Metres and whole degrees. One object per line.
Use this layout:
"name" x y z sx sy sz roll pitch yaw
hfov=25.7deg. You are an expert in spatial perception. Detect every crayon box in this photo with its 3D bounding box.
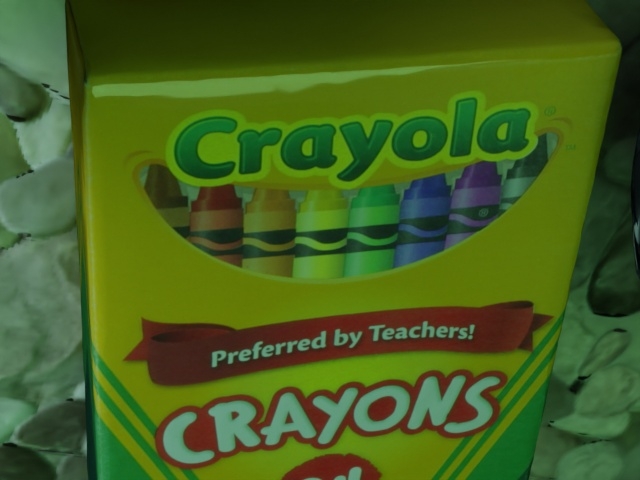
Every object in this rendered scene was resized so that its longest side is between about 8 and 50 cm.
"crayon box" 0.000 0.000 0.581 0.202 0.081 0.318 -6 128 -12

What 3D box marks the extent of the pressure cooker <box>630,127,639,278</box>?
"pressure cooker" 0.339 -0.011 0.484 0.420 0.375 0.370 12 126 -25
